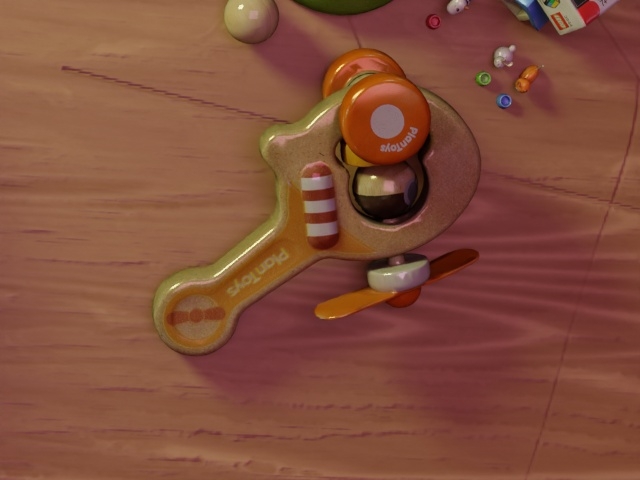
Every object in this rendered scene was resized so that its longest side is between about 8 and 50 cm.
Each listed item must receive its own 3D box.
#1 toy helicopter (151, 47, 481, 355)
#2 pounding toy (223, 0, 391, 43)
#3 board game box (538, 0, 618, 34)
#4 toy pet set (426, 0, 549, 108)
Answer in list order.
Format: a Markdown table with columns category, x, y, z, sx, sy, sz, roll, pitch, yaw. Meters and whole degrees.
| category | x | y | z | sx | sy | sz | roll | pitch | yaw |
| --- | --- | --- | --- | --- | --- | --- | --- | --- | --- |
| toy helicopter | 0.000 | 0.000 | 1.674 | 0.355 | 0.140 | 0.235 | -37 | 110 | 4 |
| pounding toy | 0.006 | -0.296 | 1.641 | 0.237 | 0.110 | 0.183 | -21 | 98 | -10 |
| board game box | 0.295 | -0.360 | 1.689 | 0.305 | 0.053 | 0.193 | -38 | 101 | -22 |
| toy pet set | 0.186 | -0.209 | 1.708 | 0.114 | 0.065 | 0.122 | -46 | 102 | -5 |
